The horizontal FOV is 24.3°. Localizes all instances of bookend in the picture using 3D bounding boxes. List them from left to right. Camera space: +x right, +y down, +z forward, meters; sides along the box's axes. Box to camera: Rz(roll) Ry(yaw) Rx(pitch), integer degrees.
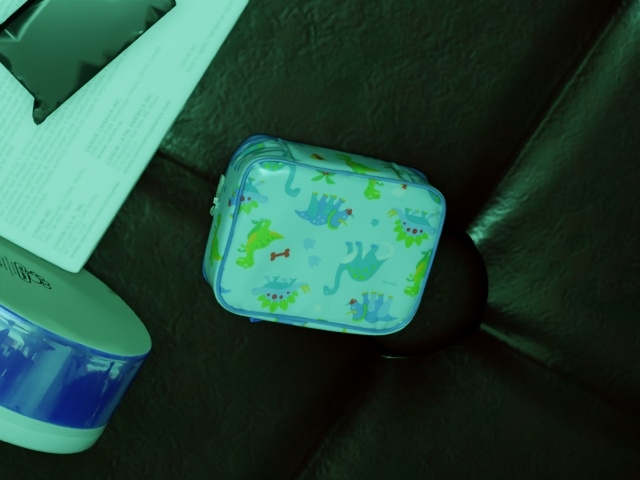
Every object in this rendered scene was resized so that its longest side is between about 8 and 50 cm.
[{"bbox_3d":[-0.229,-0.209,1.233,0.157,0.072,0.156,-41,109,5],"label":"bookend"}]

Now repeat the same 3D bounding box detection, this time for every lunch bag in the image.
[{"bbox_3d":[0.000,0.000,1.454,0.219,0.090,0.176,9,107,-18],"label":"lunch bag"}]

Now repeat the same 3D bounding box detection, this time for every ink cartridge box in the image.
[{"bbox_3d":[-0.302,-0.194,1.312,0.385,0.091,0.308,31,101,-16],"label":"ink cartridge box"}]

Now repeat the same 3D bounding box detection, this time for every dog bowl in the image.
[{"bbox_3d":[-0.285,0.069,1.310,0.265,0.265,0.104,30,99,-23],"label":"dog bowl"}]
